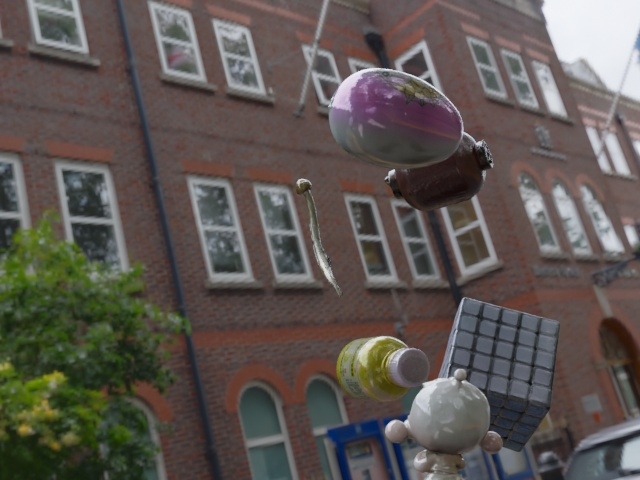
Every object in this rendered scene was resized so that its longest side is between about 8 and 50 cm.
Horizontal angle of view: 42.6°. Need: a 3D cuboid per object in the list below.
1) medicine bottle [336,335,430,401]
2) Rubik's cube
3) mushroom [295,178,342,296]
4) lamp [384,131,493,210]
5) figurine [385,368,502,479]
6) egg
[{"bbox_3d":[0.122,0.238,1.524,0.121,0.122,0.212,-7,-6,-23],"label":"medicine bottle"},{"bbox_3d":[0.397,0.306,1.878,0.237,0.238,0.237,16,-35,7],"label":"Rubik's cube"},{"bbox_3d":[-0.003,0.001,1.727,0.043,0.306,0.068,-22,-30,9],"label":"mushroom"},{"bbox_3d":[0.283,-0.166,1.961,0.258,0.180,0.180,-17,-17,23],"label":"lamp"},{"bbox_3d":[0.201,0.335,1.358,0.181,0.257,0.144,2,1,21],"label":"figurine"},{"bbox_3d":[0.148,-0.234,1.623,0.271,0.196,0.196,16,-30,-26],"label":"egg"}]
